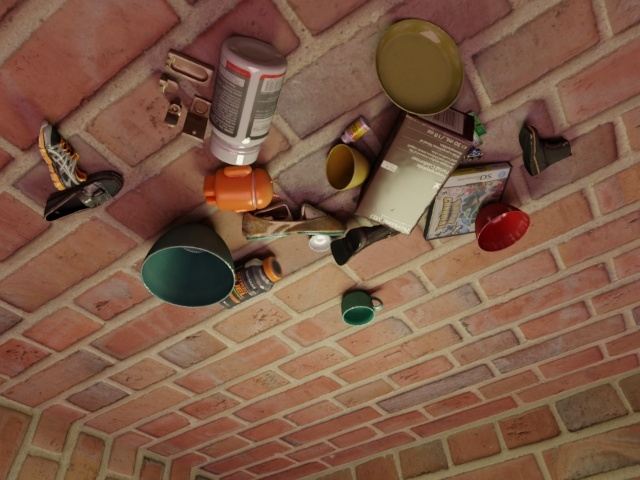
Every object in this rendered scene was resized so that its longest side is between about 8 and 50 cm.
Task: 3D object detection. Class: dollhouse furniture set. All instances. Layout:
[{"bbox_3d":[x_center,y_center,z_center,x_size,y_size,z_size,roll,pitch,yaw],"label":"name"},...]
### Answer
[{"bbox_3d":[-0.340,-0.365,1.153,0.143,0.123,0.151,18,130,-21],"label":"dollhouse furniture set"}]

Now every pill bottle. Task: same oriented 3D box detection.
[{"bbox_3d":[-0.259,0.146,1.648,0.245,0.131,0.130,-27,130,18],"label":"pill bottle"},{"bbox_3d":[-0.196,-0.347,1.159,0.161,0.161,0.283,11,132,-16],"label":"pill bottle"},{"bbox_3d":[0.099,-0.313,1.302,0.083,0.044,0.043,-36,127,26],"label":"pill bottle"}]

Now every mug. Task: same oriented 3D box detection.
[{"bbox_3d":[0.160,0.268,1.826,0.157,0.098,0.130,5,132,-11],"label":"mug"}]

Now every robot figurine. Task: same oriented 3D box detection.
[{"bbox_3d":[-0.237,-0.154,1.366,0.219,0.128,0.158,-2,106,-2],"label":"robot figurine"}]

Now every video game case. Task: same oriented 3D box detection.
[{"bbox_3d":[0.479,-0.123,1.499,0.247,0.035,0.275,-9,135,-9],"label":"video game case"}]

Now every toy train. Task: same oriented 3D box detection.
[{"bbox_3d":[0.406,-0.251,1.347,0.158,0.027,0.036,-8,125,3],"label":"toy train"}]

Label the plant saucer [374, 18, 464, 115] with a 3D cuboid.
[{"bbox_3d":[0.240,-0.423,1.125,0.240,0.241,0.037,10,174,-14],"label":"plant saucer"}]

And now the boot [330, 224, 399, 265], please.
[{"bbox_3d":[0.172,-0.005,1.540,0.228,0.091,0.263,-18,170,-28],"label":"boot"}]

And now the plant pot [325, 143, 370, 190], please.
[{"bbox_3d":[0.093,-0.214,1.351,0.095,0.134,0.134,-2,139,-37],"label":"plant pot"}]

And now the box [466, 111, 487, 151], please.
[{"bbox_3d":[0.399,-0.293,1.351,0.179,0.043,0.105,-35,128,23],"label":"box"}]

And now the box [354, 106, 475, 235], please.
[{"bbox_3d":[0.255,-0.205,1.298,0.190,0.143,0.382,21,139,-3],"label":"box"}]

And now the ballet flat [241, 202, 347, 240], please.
[{"bbox_3d":[-0.084,-0.066,1.485,0.347,0.123,0.123,-4,134,-5],"label":"ballet flat"}]

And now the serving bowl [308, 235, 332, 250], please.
[{"bbox_3d":[0.000,0.000,1.602,0.083,0.027,0.084,-2,134,-2],"label":"serving bowl"}]

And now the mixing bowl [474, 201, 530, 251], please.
[{"bbox_3d":[0.583,-0.059,1.500,0.181,0.098,0.182,-9,136,-9],"label":"mixing bowl"}]

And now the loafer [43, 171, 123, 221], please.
[{"bbox_3d":[-0.719,-0.121,1.378,0.267,0.084,0.096,-20,132,13],"label":"loafer"}]

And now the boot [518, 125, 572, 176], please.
[{"bbox_3d":[0.681,-0.295,1.365,0.136,0.077,0.198,-26,144,12],"label":"boot"}]

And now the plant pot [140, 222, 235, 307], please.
[{"bbox_3d":[-0.421,0.055,1.498,0.289,0.196,0.291,-2,134,-2],"label":"plant pot"}]

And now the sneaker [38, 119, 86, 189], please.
[{"bbox_3d":[-0.727,-0.241,1.276,0.083,0.084,0.215,-10,139,-14],"label":"sneaker"}]
